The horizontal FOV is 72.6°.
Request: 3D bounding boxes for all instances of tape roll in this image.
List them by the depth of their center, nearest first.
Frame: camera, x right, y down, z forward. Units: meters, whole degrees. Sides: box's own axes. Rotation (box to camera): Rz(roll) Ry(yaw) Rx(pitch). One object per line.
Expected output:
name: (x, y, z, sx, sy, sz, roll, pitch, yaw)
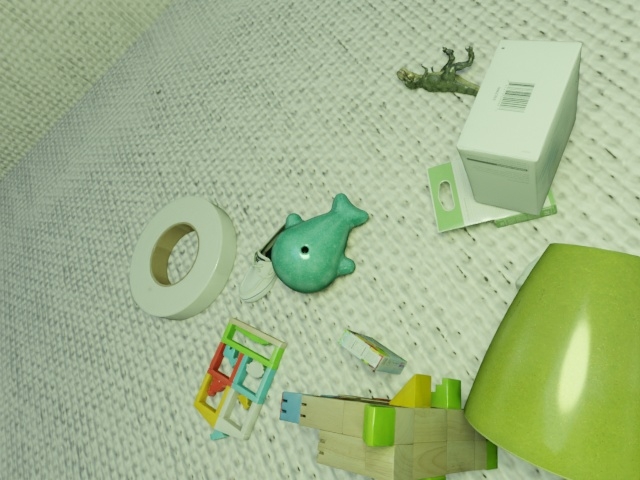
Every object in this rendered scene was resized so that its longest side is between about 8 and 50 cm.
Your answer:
tape roll: (-0.432, 0.052, 1.346, 0.391, 0.072, 0.393, -11, 66, 27)

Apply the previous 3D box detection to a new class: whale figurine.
whale figurine: (0.000, 0.000, 1.056, 0.216, 0.141, 0.272, 42, 82, 11)

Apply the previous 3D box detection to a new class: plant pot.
plant pot: (0.386, 0.160, 0.654, 0.274, 0.274, 0.294, 13, 91, 34)

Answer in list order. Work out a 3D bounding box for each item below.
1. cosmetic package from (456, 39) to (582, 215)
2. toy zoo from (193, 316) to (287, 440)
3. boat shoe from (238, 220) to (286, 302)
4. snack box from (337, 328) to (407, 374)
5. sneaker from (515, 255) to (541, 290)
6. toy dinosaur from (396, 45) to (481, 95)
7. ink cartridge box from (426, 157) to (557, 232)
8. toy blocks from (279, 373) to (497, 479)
cosmetic package: (0.374, -0.201, 0.808, 0.138, 0.224, 0.224, 19, 81, 31)
toy zoo: (-0.218, 0.368, 1.118, 0.192, 0.030, 0.294, 17, 80, 34)
boat shoe: (-0.146, 0.052, 1.167, 0.095, 0.084, 0.258, 37, 92, 35)
snack box: (0.110, 0.233, 0.908, 0.100, 0.141, 0.037, 31, 89, 36)
sneaker: (0.476, 0.091, 0.793, 0.212, 0.080, 0.094, 30, 76, 37)
toy dinosaur: (0.326, -0.421, 1.090, 0.268, 0.064, 0.118, 27, 101, 35)
ink cartridge box: (0.363, -0.111, 0.946, 0.234, 0.056, 0.171, -16, 64, 25)
toy blocks: (0.105, 0.333, 0.769, 0.260, 0.381, 0.191, -12, 65, 43)
